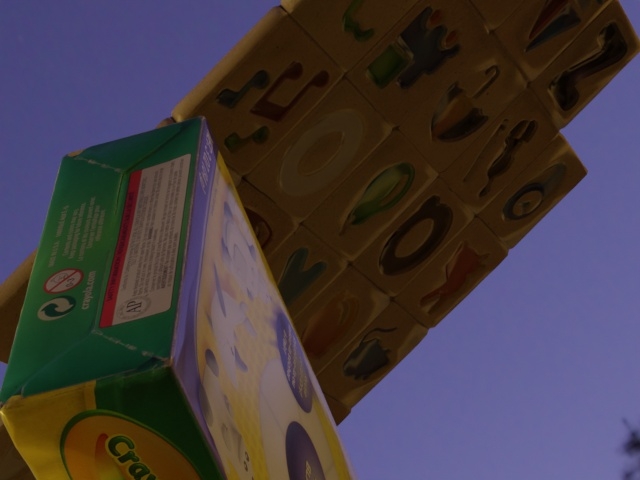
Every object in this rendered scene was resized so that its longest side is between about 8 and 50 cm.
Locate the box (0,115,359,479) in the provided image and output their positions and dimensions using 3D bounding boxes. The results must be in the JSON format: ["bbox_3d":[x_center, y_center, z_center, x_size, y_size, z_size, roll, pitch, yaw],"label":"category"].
[{"bbox_3d":[-0.018,0.072,0.408,0.043,0.105,0.179,-14,-58,9],"label":"box"}]

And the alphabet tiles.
[{"bbox_3d":[0.000,0.000,0.731,0.342,0.011,0.285,-45,-29,4],"label":"alphabet tiles"}]
